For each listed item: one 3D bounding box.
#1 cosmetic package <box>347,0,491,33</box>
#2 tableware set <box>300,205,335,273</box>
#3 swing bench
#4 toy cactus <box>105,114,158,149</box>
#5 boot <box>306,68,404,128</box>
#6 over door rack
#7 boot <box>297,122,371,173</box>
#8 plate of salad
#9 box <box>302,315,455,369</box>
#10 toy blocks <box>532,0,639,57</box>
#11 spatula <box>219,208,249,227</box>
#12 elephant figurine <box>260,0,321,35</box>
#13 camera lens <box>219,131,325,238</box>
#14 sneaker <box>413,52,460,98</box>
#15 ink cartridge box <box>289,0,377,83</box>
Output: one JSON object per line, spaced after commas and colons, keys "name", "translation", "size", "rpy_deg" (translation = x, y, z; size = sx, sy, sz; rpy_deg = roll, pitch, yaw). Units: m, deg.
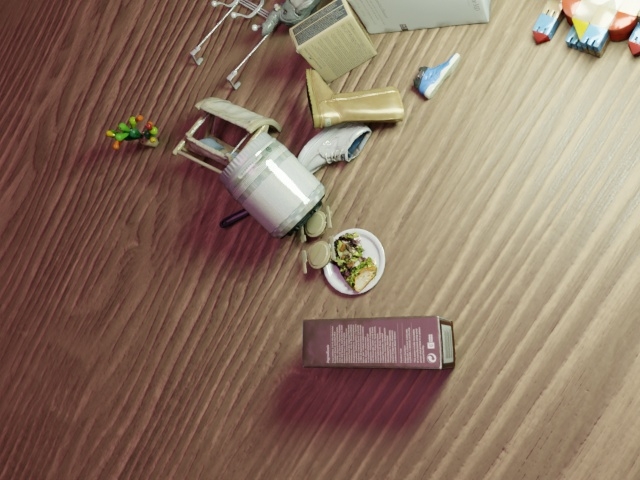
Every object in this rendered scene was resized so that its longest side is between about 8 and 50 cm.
{"name": "cosmetic package", "translation": [0.296, -0.742, 1.641], "size": [0.384, 0.217, 0.156], "rpy_deg": [6, 82, 27]}
{"name": "tableware set", "translation": [0.000, 0.000, 1.720], "size": [0.128, 0.039, 0.194], "rpy_deg": [-26, 57, 34]}
{"name": "swing bench", "translation": [-0.310, -0.338, 1.866], "size": [0.253, 0.165, 0.255], "rpy_deg": [27, 91, 27]}
{"name": "toy cactus", "translation": [-0.655, -0.372, 2.019], "size": [0.218, 0.180, 0.112], "rpy_deg": [-11, 76, 23]}
{"name": "boot", "translation": [0.097, -0.438, 1.705], "size": [0.269, 0.089, 0.236], "rpy_deg": [-8, 64, -4]}
{"name": "over door rack", "translation": [-0.307, -0.733, 1.972], "size": [0.239, 0.108, 0.324], "rpy_deg": [38, 97, 26]}
{"name": "boot", "translation": [0.039, -0.278, 1.731], "size": [0.258, 0.095, 0.123], "rpy_deg": [-49, 58, 8]}
{"name": "plate of salad", "translation": [0.094, 0.061, 1.670], "size": [0.199, 0.048, 0.200], "rpy_deg": [-5, 79, 24]}
{"name": "box", "translation": [0.158, 0.280, 1.522], "size": [0.381, 0.191, 0.143], "rpy_deg": [-6, 77, 22]}
{"name": "toy blocks", "translation": [0.736, -0.608, 1.453], "size": [0.381, 0.190, 0.261], "rpy_deg": [32, 106, 27]}
{"name": "spatula", "translation": [-0.215, -0.117, 1.854], "size": [0.296, 0.030, 0.084], "rpy_deg": [-30, 72, 16]}
{"name": "elephant figurine", "translation": [-0.069, -0.779, 1.853], "size": [0.186, 0.169, 0.240], "rpy_deg": [4, 81, 51]}
{"name": "camera lens", "translation": [-0.138, -0.159, 1.680], "size": [0.219, 0.219, 0.274], "rpy_deg": [-44, 97, 11]}
{"name": "sneaker", "translation": [0.338, -0.506, 1.660], "size": [0.084, 0.058, 0.152], "rpy_deg": [42, 105, 16]}
{"name": "ink cartridge box", "translation": [0.043, -0.608, 1.718], "size": [0.193, 0.234, 0.088], "rpy_deg": [-25, 70, 17]}
